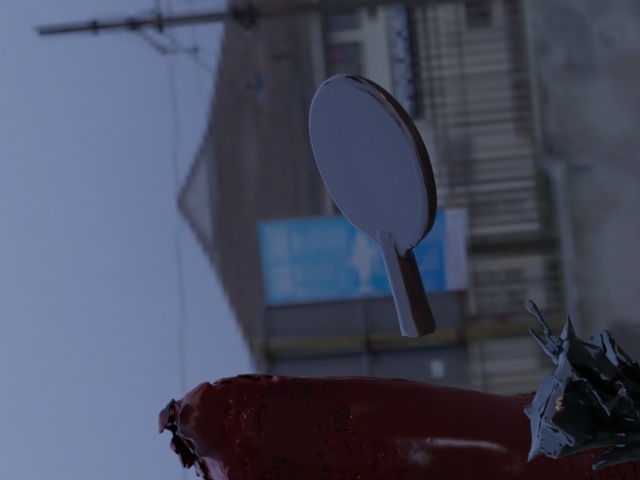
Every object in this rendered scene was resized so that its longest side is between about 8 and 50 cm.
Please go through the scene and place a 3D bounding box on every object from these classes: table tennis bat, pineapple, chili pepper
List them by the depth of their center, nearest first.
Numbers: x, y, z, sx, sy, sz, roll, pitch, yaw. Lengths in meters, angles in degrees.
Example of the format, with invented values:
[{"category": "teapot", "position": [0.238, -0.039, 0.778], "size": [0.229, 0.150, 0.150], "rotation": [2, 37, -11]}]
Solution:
[{"category": "pineapple", "position": [0.108, 0.052, 0.440], "size": [0.058, 0.124, 0.058], "rotation": [-167, 90, -78]}, {"category": "chili pepper", "position": [0.074, 0.125, 0.922], "size": [0.387, 0.110, 0.110], "rotation": [11, -108, -36]}, {"category": "table tennis bat", "position": [0.000, 0.000, 1.018], "size": [0.107, 0.119, 0.170], "rotation": [9, 121, 54]}]
